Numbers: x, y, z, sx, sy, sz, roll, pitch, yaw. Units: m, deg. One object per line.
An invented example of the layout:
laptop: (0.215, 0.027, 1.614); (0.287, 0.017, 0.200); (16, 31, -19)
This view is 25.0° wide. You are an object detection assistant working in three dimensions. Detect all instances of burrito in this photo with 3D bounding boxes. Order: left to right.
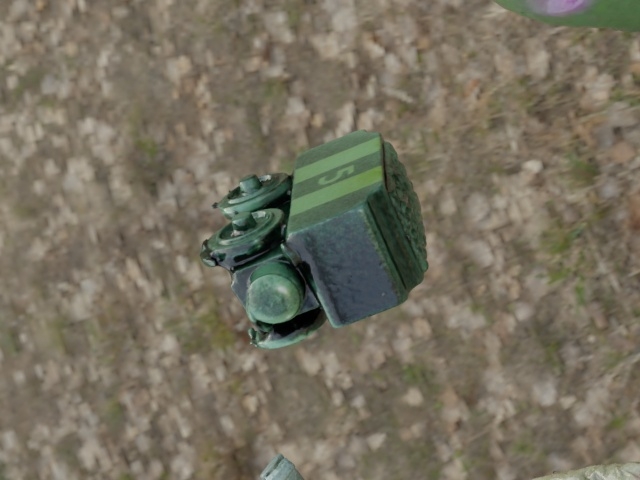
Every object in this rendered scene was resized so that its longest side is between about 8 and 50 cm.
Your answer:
burrito: (0.326, 0.292, 1.728); (0.185, 0.041, 0.045); (-21, 79, 49)

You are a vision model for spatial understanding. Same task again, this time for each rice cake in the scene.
rice cake: (-0.012, 0.255, 1.351); (0.029, 0.033, 0.171); (26, 156, 38)

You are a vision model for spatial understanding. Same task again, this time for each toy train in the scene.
toy train: (0.000, 0.000, 1.636); (0.238, 0.299, 0.167); (-21, 112, 11)

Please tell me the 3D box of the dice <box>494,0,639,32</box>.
dice: (0.328, -0.436, 1.566); (0.318, 0.330, 0.322); (93, 179, -69)
